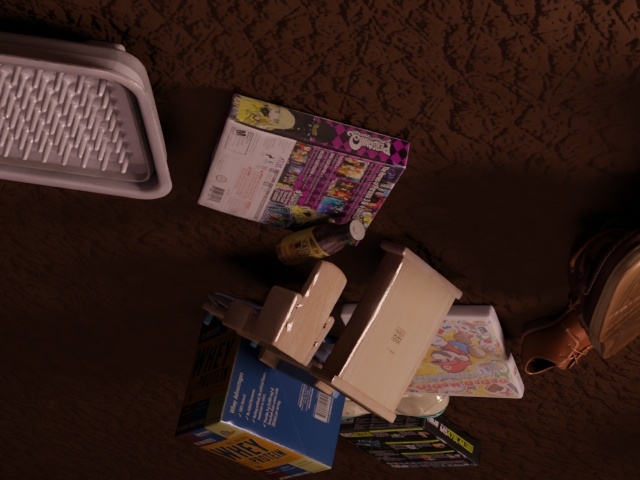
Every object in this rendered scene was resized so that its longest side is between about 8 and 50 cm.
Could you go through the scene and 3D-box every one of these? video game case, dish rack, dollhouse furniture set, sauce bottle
[{"bbox_3d":[0.163,0.161,2.068,0.227,0.026,0.206,-1,141,23],"label":"video game case"},{"bbox_3d":[-0.335,-0.157,1.630,0.332,0.072,0.285,9,153,6],"label":"dish rack"},{"bbox_3d":[-0.023,0.069,1.912,0.303,0.198,0.286,18,166,47],"label":"dollhouse furniture set"},{"bbox_3d":[-0.026,-0.078,1.689,0.210,0.042,0.232,15,154,-7],"label":"video game case"},{"bbox_3d":[0.000,0.000,1.742,0.042,0.042,0.128,30,148,-32],"label":"sauce bottle"}]

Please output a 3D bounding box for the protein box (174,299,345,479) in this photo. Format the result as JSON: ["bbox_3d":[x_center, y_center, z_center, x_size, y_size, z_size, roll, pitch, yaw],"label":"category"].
[{"bbox_3d":[-0.081,0.228,2.148,0.201,0.200,0.136,27,150,-27],"label":"protein box"}]

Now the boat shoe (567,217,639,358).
[{"bbox_3d":[0.336,0.042,1.675,0.123,0.123,0.342,52,178,18],"label":"boat shoe"}]

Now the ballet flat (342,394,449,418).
[{"bbox_3d":[0.083,0.231,2.241,0.248,0.086,0.086,-5,149,28],"label":"ballet flat"}]

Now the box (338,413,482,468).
[{"bbox_3d":[0.152,0.342,2.457,0.190,0.045,0.184,-9,145,38],"label":"box"}]

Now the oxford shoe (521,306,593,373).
[{"bbox_3d":[0.347,0.134,1.922,0.076,0.076,0.212,24,150,-20],"label":"oxford shoe"}]
